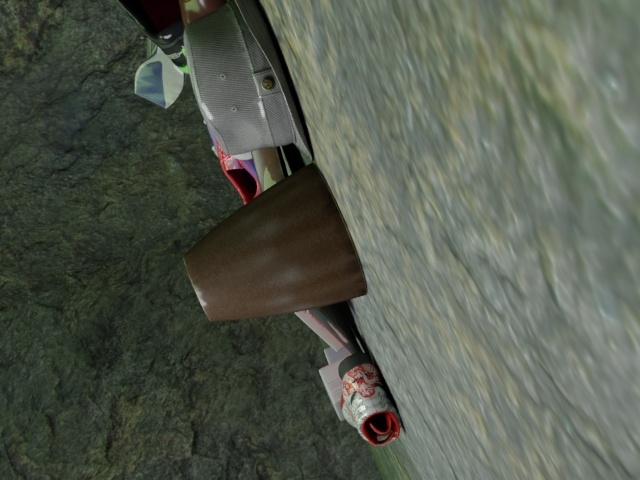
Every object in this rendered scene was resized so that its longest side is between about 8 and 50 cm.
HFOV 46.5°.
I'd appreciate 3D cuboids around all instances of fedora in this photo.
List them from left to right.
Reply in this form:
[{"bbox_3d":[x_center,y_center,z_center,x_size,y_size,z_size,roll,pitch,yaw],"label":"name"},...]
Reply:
[{"bbox_3d":[-0.119,-0.219,1.071,0.244,0.124,0.276,-119,8,-54],"label":"fedora"}]

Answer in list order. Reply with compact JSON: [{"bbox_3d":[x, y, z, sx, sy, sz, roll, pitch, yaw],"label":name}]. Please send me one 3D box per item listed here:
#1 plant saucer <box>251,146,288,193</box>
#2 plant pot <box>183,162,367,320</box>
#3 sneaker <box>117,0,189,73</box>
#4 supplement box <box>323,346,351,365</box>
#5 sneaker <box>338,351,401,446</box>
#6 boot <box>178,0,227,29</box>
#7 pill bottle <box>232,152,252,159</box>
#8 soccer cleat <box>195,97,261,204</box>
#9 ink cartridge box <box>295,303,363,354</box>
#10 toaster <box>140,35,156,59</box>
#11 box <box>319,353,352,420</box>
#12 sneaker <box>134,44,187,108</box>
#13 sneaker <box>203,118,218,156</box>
[{"bbox_3d":[-0.080,-0.103,1.350,0.310,0.050,0.311,165,90,-90],"label":"plant saucer"},{"bbox_3d":[-0.078,0.027,1.115,0.215,0.230,0.216,157,90,-85],"label":"plant pot"},{"bbox_3d":[-0.354,-0.573,1.551,0.483,0.185,0.202,56,-169,17],"label":"sneaker"},{"bbox_3d":[0.067,0.329,1.786,0.239,0.073,0.130,85,162,-71],"label":"supplement box"},{"bbox_3d":[0.098,0.346,1.438,0.270,0.090,0.145,77,172,-48],"label":"sneaker"},{"bbox_3d":[-0.196,-0.464,1.234,0.280,0.096,0.264,108,147,-71],"label":"boot"},{"bbox_3d":[-0.167,-0.229,1.624,0.180,0.107,0.108,-140,28,-78],"label":"pill bottle"},{"bbox_3d":[-0.207,-0.231,1.751,0.318,0.108,0.116,62,-146,-25],"label":"soccer cleat"},{"bbox_3d":[-0.013,0.143,1.482,0.275,0.060,0.239,48,-170,-41],"label":"ink cartridge box"},{"bbox_3d":[-0.368,-0.520,2.013,0.129,0.226,0.147,-135,40,-78],"label":"toaster"},{"bbox_3d":[0.063,0.306,1.568,0.101,0.101,0.087,73,170,-54],"label":"box"},{"bbox_3d":[-0.350,-0.498,1.887,0.316,0.127,0.182,-61,0,35],"label":"sneaker"},{"bbox_3d":[-0.227,-0.243,2.067,0.111,0.129,0.297,-136,23,-73],"label":"sneaker"}]
